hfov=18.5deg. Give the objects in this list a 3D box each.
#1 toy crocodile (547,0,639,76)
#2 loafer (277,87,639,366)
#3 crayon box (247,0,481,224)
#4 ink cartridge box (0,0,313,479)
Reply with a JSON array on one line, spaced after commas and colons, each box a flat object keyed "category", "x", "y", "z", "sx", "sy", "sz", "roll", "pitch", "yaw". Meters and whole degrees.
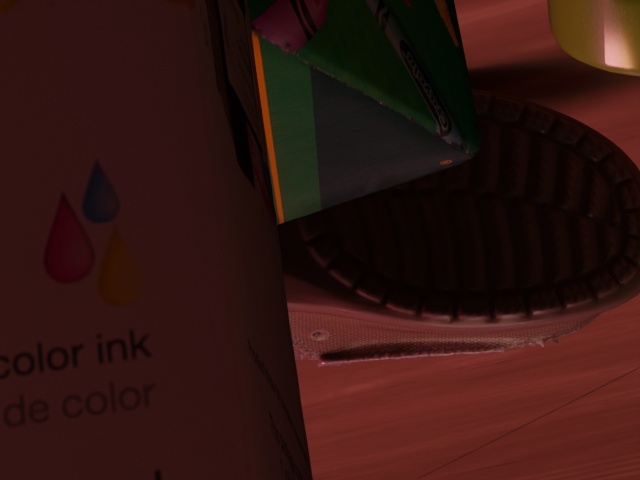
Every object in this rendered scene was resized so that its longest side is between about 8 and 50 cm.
[{"category": "toy crocodile", "x": 0.146, "y": -0.123, "z": 0.484, "sx": 0.340, "sy": 0.105, "sz": 0.115, "roll": -9, "pitch": 120, "yaw": 5}, {"category": "loafer", "x": 0.000, "y": 0.000, "z": 0.792, "sx": 0.268, "sy": 0.102, "sz": 0.092, "roll": 0, "pitch": 164, "yaw": 4}, {"category": "crayon box", "x": -0.111, "y": -0.042, "z": 0.627, "sx": 0.278, "sy": 0.081, "sz": 0.165, "roll": -17, "pitch": 160, "yaw": 26}, {"category": "ink cartridge box", "x": -0.114, "y": -0.010, "z": 0.415, "sx": 0.201, "sy": 0.278, "sz": 0.117, "roll": -9, "pitch": 159, "yaw": 3}]
